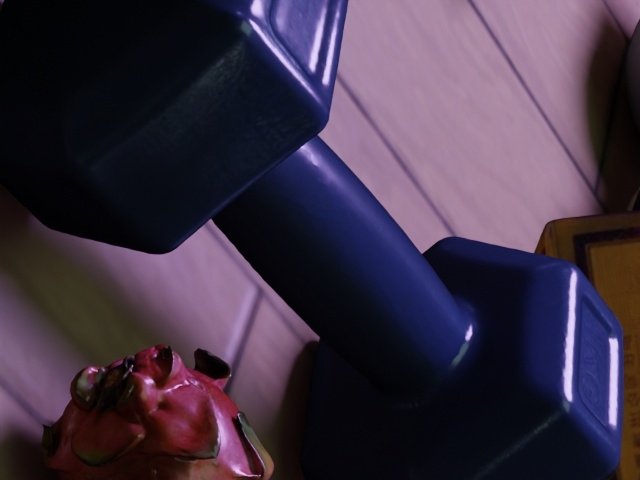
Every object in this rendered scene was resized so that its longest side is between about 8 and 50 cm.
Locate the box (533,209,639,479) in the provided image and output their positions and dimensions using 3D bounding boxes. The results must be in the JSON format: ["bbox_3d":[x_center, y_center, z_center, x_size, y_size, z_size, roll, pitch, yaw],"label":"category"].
[{"bbox_3d":[0.167,0.146,0.960,0.193,0.084,0.301,66,17,-81],"label":"box"}]

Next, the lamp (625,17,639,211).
[{"bbox_3d":[0.278,-0.074,1.194,0.197,0.198,0.244,52,51,-34],"label":"lamp"}]

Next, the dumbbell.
[{"bbox_3d":[0.000,0.000,0.773,0.316,0.156,0.143,48,67,-37],"label":"dumbbell"}]

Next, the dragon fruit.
[{"bbox_3d":[-0.060,0.098,0.704,0.081,0.086,0.116,-22,95,-62],"label":"dragon fruit"}]
